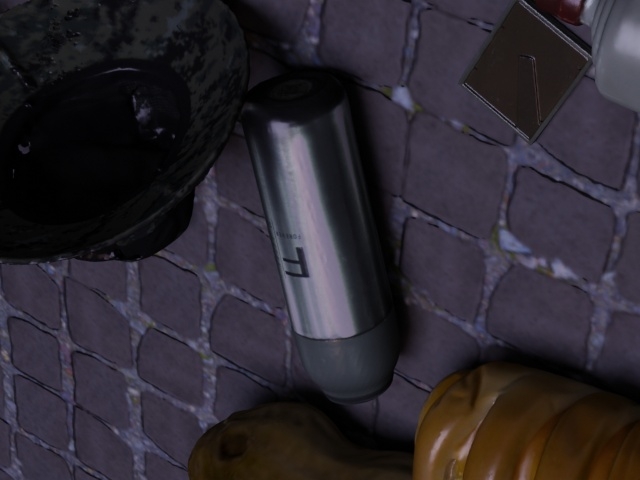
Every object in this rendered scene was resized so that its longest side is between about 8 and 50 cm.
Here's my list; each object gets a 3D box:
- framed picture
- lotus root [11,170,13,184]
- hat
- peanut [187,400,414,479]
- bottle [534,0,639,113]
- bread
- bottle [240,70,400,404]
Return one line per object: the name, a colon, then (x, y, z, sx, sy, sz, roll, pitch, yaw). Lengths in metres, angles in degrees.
framed picture: (0.131, -0.109, 1.016, 0.066, 0.006, 0.089, 40, 139, 8)
lotus root: (-0.355, -0.151, 1.278, 0.141, 0.169, 0.314, -14, 114, 46)
hat: (-0.158, -0.058, 1.144, 0.265, 0.265, 0.128, 20, 149, 29)
peanut: (0.000, 0.197, 1.288, 0.236, 0.120, 0.110, 8, 148, 27)
bottle: (0.231, -0.100, 0.863, 0.245, 0.104, 0.104, 28, 135, 22)
bread: (0.194, 0.191, 1.106, 0.311, 0.121, 0.173, 13, 129, 35)
bottle: (0.000, 0.000, 1.161, 0.096, 0.079, 0.254, 33, 143, 54)
